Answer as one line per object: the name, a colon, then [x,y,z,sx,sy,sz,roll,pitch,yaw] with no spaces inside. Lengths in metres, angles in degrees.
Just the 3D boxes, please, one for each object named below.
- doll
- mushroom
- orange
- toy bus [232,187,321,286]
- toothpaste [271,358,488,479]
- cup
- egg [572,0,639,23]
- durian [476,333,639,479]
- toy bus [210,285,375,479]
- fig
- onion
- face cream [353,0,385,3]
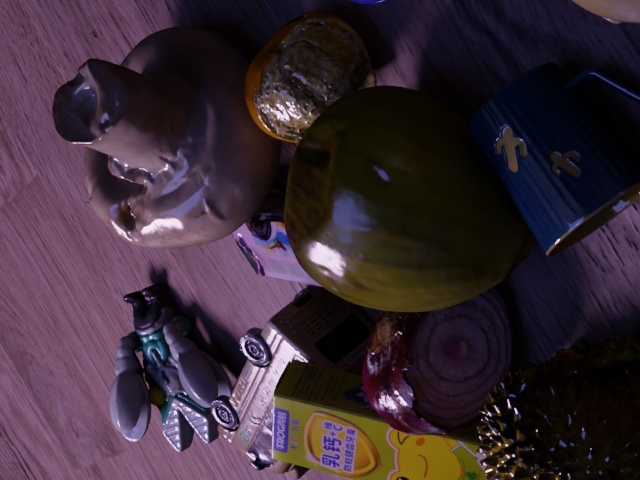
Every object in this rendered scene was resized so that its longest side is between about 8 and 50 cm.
doll: [-0.254,0.213,1.986,0.258,0.153,0.195,45,114,11]
mushroom: [-0.213,-0.130,1.574,0.293,0.290,0.292,-6,79,37]
orange: [-0.011,-0.183,1.454,0.134,0.156,0.157,31,154,-29]
toy bus: [0.000,0.000,1.608,0.274,0.090,0.112,10,127,46]
toothpaste: [0.101,0.244,1.563,0.328,0.077,0.110,12,126,12]
cup: [0.247,-0.096,1.247,0.176,0.131,0.155,-41,76,23]
egg: [0.251,-0.275,1.076,0.201,0.164,0.164,54,143,9]
durian: [0.288,0.225,1.315,0.293,0.258,0.258,35,137,36]
toy bus: [-0.032,0.196,1.742,0.157,0.139,0.289,41,136,15]
fig: [0.100,-0.039,1.361,0.271,0.239,0.239,14,129,12]
onion: [0.156,0.145,1.490,0.218,0.195,0.140,27,161,-26]
face cream: [0.066,-0.349,1.276,0.206,0.111,0.206,27,132,35]
